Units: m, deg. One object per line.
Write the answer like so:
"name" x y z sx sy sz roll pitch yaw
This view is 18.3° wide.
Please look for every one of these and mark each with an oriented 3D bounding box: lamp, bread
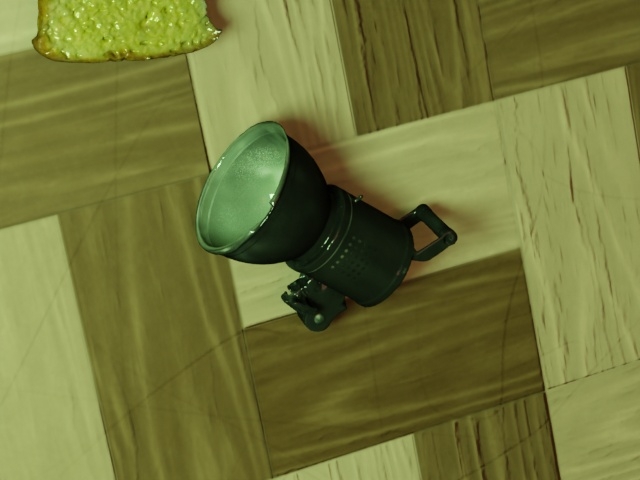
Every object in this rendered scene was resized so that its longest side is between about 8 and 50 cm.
"lamp" 0.000 0.000 2.030 0.227 0.147 0.172 31 98 -31
"bread" -0.195 -0.225 1.945 0.187 0.065 0.103 -10 100 -20
